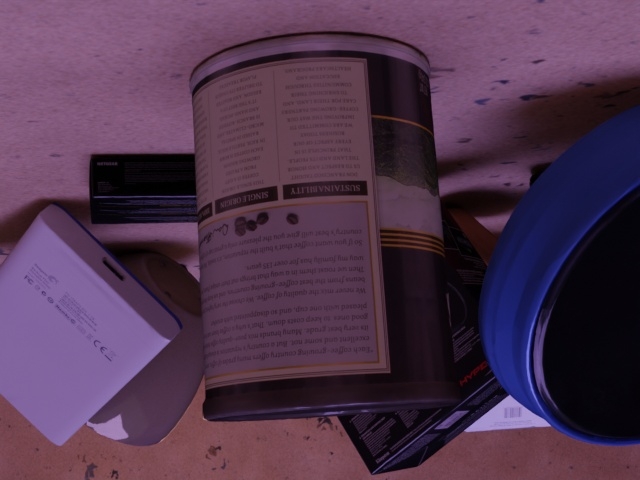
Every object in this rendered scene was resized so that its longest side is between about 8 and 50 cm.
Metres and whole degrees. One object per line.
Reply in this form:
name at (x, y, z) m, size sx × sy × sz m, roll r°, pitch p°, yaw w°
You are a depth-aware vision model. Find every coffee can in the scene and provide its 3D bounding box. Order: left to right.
coffee can at (0.000, 0.000, 0.881) m, size 0.201 × 0.275 × 0.201 m, roll -4°, pitch 170°, yaw -1°

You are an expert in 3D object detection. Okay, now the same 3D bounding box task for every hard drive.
hard drive at (-0.328, 0.115, 1.371) m, size 0.318 × 0.210 × 0.040 m, roll -42°, pitch -175°, yaw 41°

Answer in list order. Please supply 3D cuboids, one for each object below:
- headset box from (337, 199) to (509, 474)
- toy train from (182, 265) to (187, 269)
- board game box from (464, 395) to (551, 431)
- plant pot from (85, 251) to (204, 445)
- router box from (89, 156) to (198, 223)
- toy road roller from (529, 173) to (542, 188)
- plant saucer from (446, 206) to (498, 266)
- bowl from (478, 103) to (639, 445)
headset box at (0.084, 0.081, 1.249) m, size 0.218 × 0.293 × 0.110 m, roll -44°, pitch 154°, yaw 22°
toy train at (-0.239, 0.064, 1.796) m, size 0.036 × 0.027 × 0.158 m, roll -12°, pitch 171°, yaw -17°
board game box at (0.276, 0.149, 1.711) m, size 0.144 × 0.142 × 0.275 m, roll -4°, pitch -147°, yaw 2°
plant pot at (-0.265, 0.128, 1.597) m, size 0.191 × 0.284 × 0.284 m, roll -44°, pitch 154°, yaw 16°
router box at (-0.154, -0.052, 1.166) m, size 0.179 × 0.046 × 0.133 m, roll -1°, pitch 169°, yaw -13°
toy road roller at (0.371, 0.045, 1.333) m, size 0.202 × 0.241 × 0.329 m, roll -7°, pitch 169°, yaw 17°
plant saucer at (0.226, 0.021, 1.419) m, size 0.037 × 0.200 × 0.200 m, roll -48°, pitch 161°, yaw 4°
bowl at (0.345, 0.041, 1.066) m, size 0.391 × 0.391 × 0.077 m, roll 1°, pitch -148°, yaw -24°
